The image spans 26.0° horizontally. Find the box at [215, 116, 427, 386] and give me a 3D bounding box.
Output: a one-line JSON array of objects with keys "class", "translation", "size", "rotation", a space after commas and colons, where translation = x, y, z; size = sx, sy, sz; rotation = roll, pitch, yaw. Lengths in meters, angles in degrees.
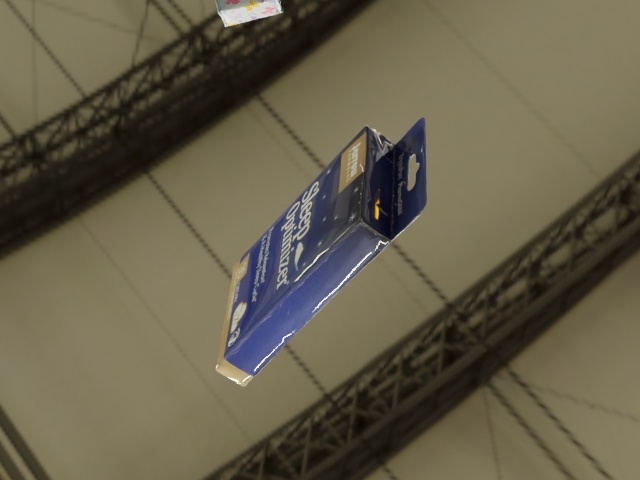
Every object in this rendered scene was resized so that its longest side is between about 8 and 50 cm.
[{"class": "box", "translation": [0.000, 0.000, 1.092], "size": [0.036, 0.225, 0.136], "rotation": [34, -149, -19]}]

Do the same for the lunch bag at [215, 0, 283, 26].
[{"class": "lunch bag", "translation": [-0.085, -0.287, 1.526], "size": [0.071, 0.053, 0.083], "rotation": [-12, -107, 5]}]
